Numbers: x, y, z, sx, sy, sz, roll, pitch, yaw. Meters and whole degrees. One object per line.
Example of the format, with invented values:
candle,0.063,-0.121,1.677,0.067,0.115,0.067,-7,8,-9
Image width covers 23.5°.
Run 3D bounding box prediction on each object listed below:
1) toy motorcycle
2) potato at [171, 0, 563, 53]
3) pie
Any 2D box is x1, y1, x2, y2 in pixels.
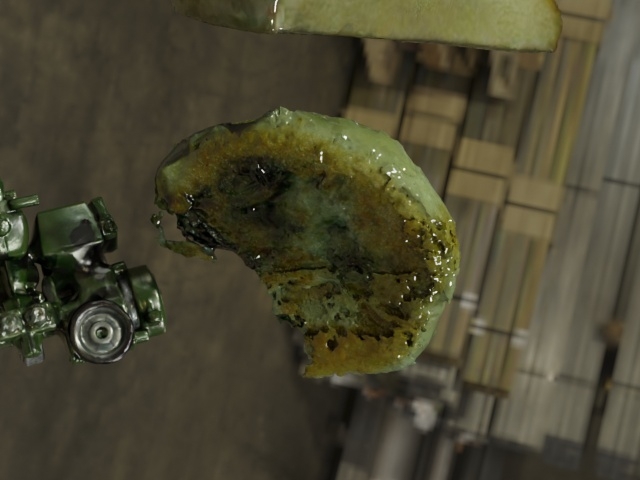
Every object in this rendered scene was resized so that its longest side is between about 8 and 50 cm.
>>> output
toy motorcycle,-0.299,0.027,1.764,0.127,0.205,0.275,116,-43,-68
potato,0.014,-0.194,1.067,0.255,0.269,0.112,-20,117,-67
pie,0.000,0.000,1.683,0.296,0.371,0.078,-36,-161,32
